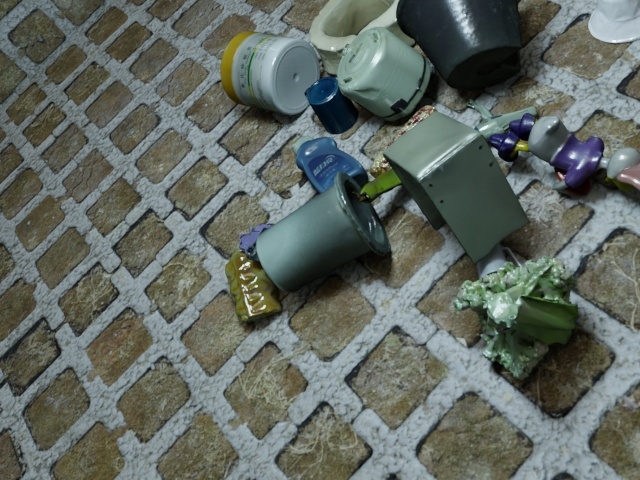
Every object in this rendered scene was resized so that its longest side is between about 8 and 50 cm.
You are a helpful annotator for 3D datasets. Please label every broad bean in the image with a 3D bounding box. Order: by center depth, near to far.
[{"bbox_3d":[0.192,-0.158,1.791,0.325,0.067,0.075,-32,12,-30],"label":"broad bean"}]

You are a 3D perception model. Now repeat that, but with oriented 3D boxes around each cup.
[{"bbox_3d":[0.411,0.051,1.596,0.104,0.074,0.116,-4,50,-1],"label":"cup"},{"bbox_3d":[0.019,-0.404,2.065,0.150,0.138,0.114,-3,59,28],"label":"cup"}]

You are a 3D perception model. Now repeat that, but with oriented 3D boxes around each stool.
[{"bbox_3d":[0.307,-0.129,1.589,0.170,0.270,0.244,-37,26,2],"label":"stool"}]

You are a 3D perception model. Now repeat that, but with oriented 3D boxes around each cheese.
[{"bbox_3d":[0.139,-0.664,2.158,0.332,0.153,0.292,-45,49,-3],"label":"cheese"}]

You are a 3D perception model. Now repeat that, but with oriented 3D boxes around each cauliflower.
[{"bbox_3d":[0.400,0.142,1.403,0.256,0.315,0.239,-39,66,22],"label":"cauliflower"}]

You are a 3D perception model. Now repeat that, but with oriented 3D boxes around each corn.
[{"bbox_3d":[0.236,-0.261,1.884,0.253,0.086,0.086,-46,49,-3],"label":"corn"}]

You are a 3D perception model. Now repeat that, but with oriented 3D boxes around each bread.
[{"bbox_3d":[-0.193,0.118,1.879,0.128,0.088,0.232,-26,52,6],"label":"bread"}]

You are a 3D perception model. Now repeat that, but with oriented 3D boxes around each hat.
[{"bbox_3d":[0.788,-0.621,1.780,0.203,0.126,0.203,-17,54,24],"label":"hat"}]

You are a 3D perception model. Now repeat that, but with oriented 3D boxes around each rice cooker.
[{"bbox_3d":[0.182,-0.467,1.953,0.226,0.244,0.226,-38,40,41],"label":"rice cooker"}]

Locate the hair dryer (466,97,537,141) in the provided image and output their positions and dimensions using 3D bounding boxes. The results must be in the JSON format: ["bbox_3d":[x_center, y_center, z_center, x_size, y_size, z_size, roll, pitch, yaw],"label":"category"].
[{"bbox_3d":[0.481,-0.342,1.834,0.167,0.068,0.199,-12,40,12],"label":"hair dryer"}]

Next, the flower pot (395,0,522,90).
[{"bbox_3d":[0.402,-0.559,1.850,0.379,0.379,0.251,-18,74,18],"label":"flower pot"}]

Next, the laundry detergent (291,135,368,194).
[{"bbox_3d":[0.011,-0.220,1.978,0.143,0.094,0.290,-43,49,3],"label":"laundry detergent"}]

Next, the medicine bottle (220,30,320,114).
[{"bbox_3d":[-0.159,-0.532,2.185,0.231,0.238,0.238,20,71,37],"label":"medicine bottle"}]

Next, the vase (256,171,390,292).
[{"bbox_3d":[0.000,0.000,1.772,0.291,0.245,0.245,-32,49,19],"label":"vase"}]

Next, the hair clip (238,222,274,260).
[{"bbox_3d":[-0.167,-0.004,1.918,0.124,0.052,0.195,14,30,3],"label":"hair clip"}]

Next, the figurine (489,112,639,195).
[{"bbox_3d":[0.592,-0.203,1.573,0.420,0.193,0.154,30,74,35],"label":"figurine"}]
